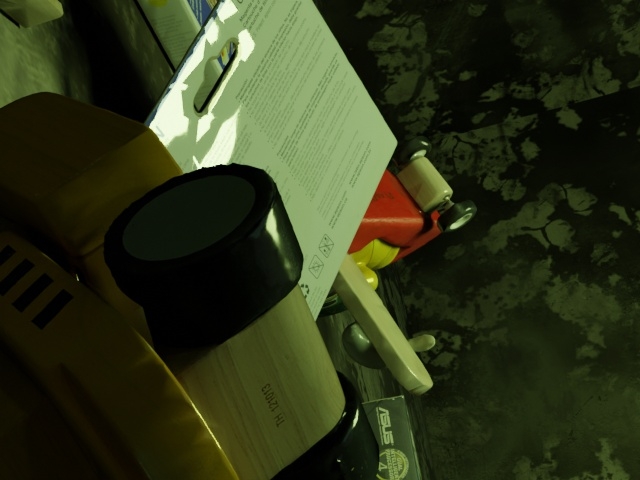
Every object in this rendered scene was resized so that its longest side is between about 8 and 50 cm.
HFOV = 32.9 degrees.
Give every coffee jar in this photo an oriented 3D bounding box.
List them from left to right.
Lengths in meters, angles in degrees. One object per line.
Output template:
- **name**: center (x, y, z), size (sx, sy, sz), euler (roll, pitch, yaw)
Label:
- **coffee jar**: center (-0.001, 0.069, 1.727), size (0.184, 0.096, 0.079), euler (47, 27, -74)

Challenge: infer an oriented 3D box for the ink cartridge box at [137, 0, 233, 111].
- **ink cartridge box**: center (-0.188, -0.372, 1.370), size (0.307, 0.072, 0.304), euler (63, 17, -51)

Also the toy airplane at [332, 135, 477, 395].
- **toy airplane**: center (0.000, 0.000, 1.466), size (0.384, 0.272, 0.386), euler (30, 37, -18)

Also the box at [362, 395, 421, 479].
- **box**: center (0.149, 0.518, 1.894), size (0.318, 0.097, 0.395), euler (71, 9, -53)

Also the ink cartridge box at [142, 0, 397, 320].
- **ink cartridge box**: center (-0.066, -0.083, 1.098), size (0.330, 0.071, 0.324), euler (52, 53, -41)

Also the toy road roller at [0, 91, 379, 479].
- **toy road roller**: center (-0.147, 0.072, 0.621), size (0.329, 0.240, 0.203), euler (26, -35, 49)

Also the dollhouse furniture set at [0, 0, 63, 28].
- **dollhouse furniture set**: center (-0.204, -0.278, 0.887), size (0.129, 0.129, 0.184), euler (42, 33, -75)

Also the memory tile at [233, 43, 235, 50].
- **memory tile**: center (-0.133, -0.317, 1.584), size (0.148, 0.012, 0.113), euler (136, -47, -77)
